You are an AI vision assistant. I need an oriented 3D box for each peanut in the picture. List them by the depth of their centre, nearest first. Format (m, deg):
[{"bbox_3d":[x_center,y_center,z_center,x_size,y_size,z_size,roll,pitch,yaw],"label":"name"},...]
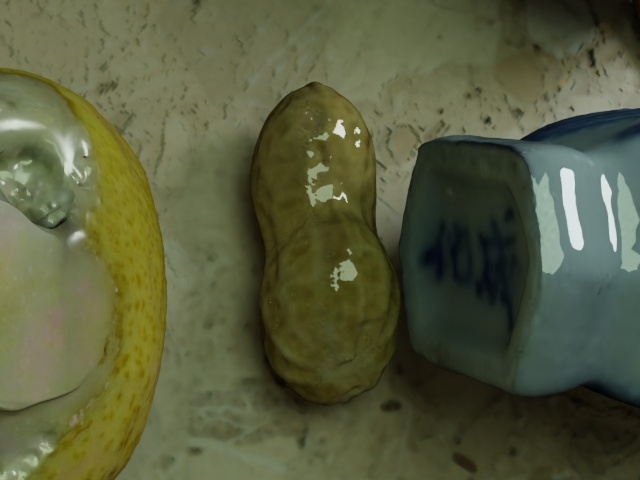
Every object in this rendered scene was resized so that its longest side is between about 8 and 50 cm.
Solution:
[{"bbox_3d":[0.001,-0.001,0.981,0.089,0.089,0.193,-3,73,-20],"label":"peanut"}]

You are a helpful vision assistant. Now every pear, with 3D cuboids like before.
[{"bbox_3d":[-0.201,0.039,0.829,0.271,0.271,0.271,6,69,-16],"label":"pear"}]

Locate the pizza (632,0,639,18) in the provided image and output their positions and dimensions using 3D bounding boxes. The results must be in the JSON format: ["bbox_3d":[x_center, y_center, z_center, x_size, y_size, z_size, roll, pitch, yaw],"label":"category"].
[{"bbox_3d":[0.300,-0.141,1.157,0.178,0.041,0.131,45,62,1],"label":"pizza"}]

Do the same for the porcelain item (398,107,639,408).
[{"bbox_3d":[0.261,0.008,0.979,0.405,0.242,0.178,2,95,-22],"label":"porcelain item"}]
